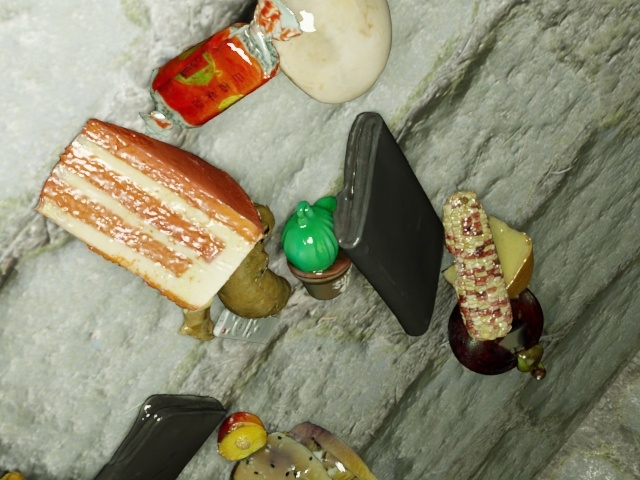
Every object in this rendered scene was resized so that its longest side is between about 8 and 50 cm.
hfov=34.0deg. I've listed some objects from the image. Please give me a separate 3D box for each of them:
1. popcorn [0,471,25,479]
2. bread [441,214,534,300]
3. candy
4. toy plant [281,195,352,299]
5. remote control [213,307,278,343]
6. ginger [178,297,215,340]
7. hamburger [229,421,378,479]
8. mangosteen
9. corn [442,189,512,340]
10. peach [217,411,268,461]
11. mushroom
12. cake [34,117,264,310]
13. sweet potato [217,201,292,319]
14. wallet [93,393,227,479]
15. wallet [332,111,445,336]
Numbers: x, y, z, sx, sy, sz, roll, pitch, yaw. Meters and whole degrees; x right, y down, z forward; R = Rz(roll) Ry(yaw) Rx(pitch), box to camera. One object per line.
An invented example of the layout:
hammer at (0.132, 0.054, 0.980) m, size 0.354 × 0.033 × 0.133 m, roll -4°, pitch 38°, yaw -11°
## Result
popcorn at (-0.455, 0.480, 1.458) m, size 0.297 × 0.281 × 0.315 m, roll 16°, pitch 81°, yaw -37°
bread at (0.335, 0.065, 2.066) m, size 0.160 × 0.140 × 0.169 m, roll -47°, pitch 150°, yaw -14°
candy at (-0.122, -0.190, 1.198) m, size 0.086 × 0.292 × 0.059 m, roll 44°, pitch 46°, yaw -22°
toy plant at (0.000, 0.000, 1.610) m, size 0.143 × 0.105 × 0.200 m, roll -57°, pitch 151°, yaw -36°
remote control at (-0.120, 0.134, 1.660) m, size 0.050 × 0.027 × 0.184 m, roll -64°, pitch 157°, yaw 1°
ginger at (-0.182, 0.110, 1.567) m, size 0.057 × 0.044 × 0.137 m, roll -56°, pitch 160°, yaw -36°
hamburger at (-0.027, 0.519, 1.997) m, size 0.195 × 0.277 × 0.318 m, roll -22°, pitch 135°, yaw -50°
mangosteen at (0.373, 0.190, 2.174) m, size 0.216 × 0.216 × 0.216 m, roll -31°, pitch 145°, yaw -26°
corn at (0.282, 0.045, 1.921) m, size 0.098 × 0.098 × 0.289 m, roll -26°, pitch 106°, yaw -32°
peach at (-0.144, 0.338, 1.843) m, size 0.098 × 0.061 × 0.098 m, roll -11°, pitch 130°, yaw -14°
mushroom at (-0.008, -0.255, 1.262) m, size 0.206 × 0.206 × 0.209 m, roll -21°, pitch 166°, yaw -37°
cake at (-0.200, -0.020, 1.290) m, size 0.158 × 0.159 × 0.262 m, roll -52°, pitch 147°, yaw 12°
sweet potato at (-0.104, 0.045, 1.543) m, size 0.124 × 0.098 × 0.310 m, roll -46°, pitch 153°, yaw -17°
wallet at (-0.314, 0.409, 1.722) m, size 0.377 × 0.051 × 0.197 m, roll -55°, pitch 151°, yaw 12°
wallet at (0.119, -0.013, 1.694) m, size 0.406 × 0.062 × 0.228 m, roll 50°, pitch 48°, yaw -58°
